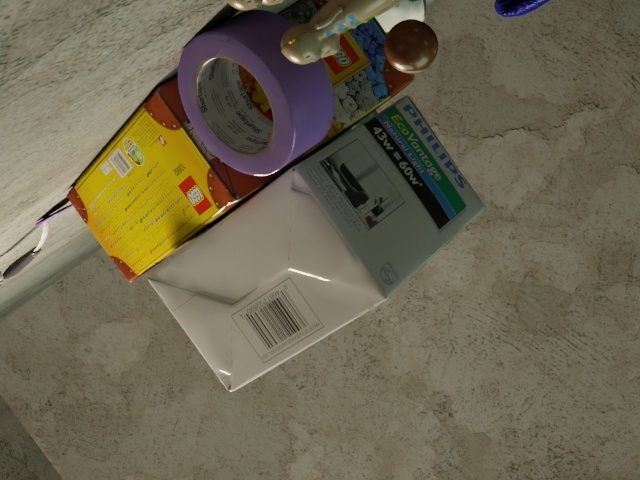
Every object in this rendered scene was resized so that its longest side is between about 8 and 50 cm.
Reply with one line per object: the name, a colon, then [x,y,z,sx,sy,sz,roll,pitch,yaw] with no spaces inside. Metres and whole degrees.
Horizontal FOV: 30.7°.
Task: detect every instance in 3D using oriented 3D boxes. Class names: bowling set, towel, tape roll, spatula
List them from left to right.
spatula: [-0.522,-0.001,2.156,0.296,0.030,0.084,-43,177,39]
tape roll: [-0.080,-0.180,1.426,0.080,0.189,0.189,-39,-176,-38]
bowling set: [0.005,-0.225,1.154,0.154,0.199,0.287,-33,180,17]
towel: [0.438,-0.491,2.209,0.228,0.076,0.308,-35,-177,15]

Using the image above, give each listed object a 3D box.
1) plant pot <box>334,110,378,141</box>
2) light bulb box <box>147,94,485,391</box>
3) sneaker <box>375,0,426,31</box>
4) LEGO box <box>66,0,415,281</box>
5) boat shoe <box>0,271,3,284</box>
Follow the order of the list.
plant pot: [-0.012,-0.196,2.254,0.293,0.293,0.235,-36,-168,-11]
light bulb box: [0.000,0.000,1.778,0.358,0.225,0.361,-34,-178,38]
sneaker: [0.058,-0.391,2.105,0.129,0.111,0.297,-10,168,-36]
LEGO box: [-0.144,-0.158,1.847,0.372,0.193,0.500,-37,-177,-30]
boat shoe: [-0.712,0.164,2.247,0.306,0.105,0.113,-34,-177,14]
